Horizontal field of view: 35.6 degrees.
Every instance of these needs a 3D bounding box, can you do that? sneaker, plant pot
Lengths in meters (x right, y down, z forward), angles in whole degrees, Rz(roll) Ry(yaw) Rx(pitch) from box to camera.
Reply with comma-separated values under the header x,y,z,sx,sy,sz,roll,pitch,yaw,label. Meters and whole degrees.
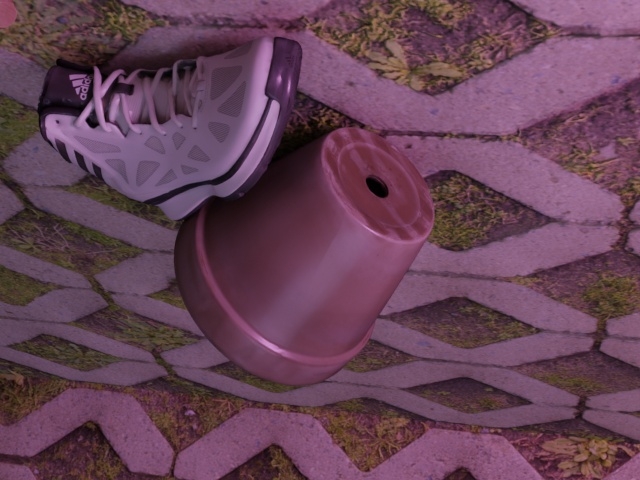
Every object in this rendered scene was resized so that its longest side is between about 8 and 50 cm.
x,y,z,sx,sy,sz,roll,pitch,yaw,label
-0.216,-0.157,1.259,0.258,0.169,0.447,20,155,-24,sneaker
0.000,0.000,1.391,0.323,0.323,0.280,24,136,-26,plant pot

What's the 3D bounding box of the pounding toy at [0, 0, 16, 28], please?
x,y,z,sx,sy,sz,roll,pitch,yaw,label
-0.329,-0.329,0.889,0.154,0.269,0.155,15,-156,40,pounding toy
